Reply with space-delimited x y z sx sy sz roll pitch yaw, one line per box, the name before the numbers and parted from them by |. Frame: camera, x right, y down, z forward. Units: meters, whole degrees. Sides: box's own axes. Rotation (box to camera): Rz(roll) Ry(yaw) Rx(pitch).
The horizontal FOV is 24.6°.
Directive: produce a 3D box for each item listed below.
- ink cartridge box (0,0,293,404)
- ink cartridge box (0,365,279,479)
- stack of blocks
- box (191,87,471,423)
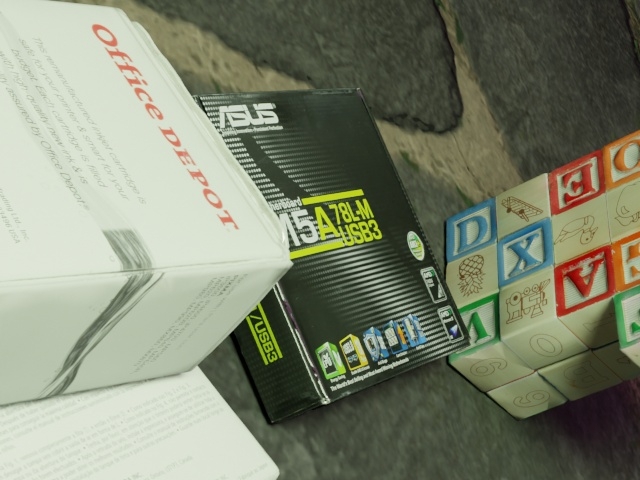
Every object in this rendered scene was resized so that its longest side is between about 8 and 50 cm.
ink cartridge box | -0.138 -0.019 0.592 0.218 0.092 0.159 -6 55 -52
ink cartridge box | -0.142 0.054 0.636 0.225 0.056 0.181 49 29 13
stack of blocks | 0.226 0.015 0.946 0.087 0.297 0.171 41 38 -35
box | 0.000 0.000 0.870 0.190 0.045 0.184 -11 78 -58
